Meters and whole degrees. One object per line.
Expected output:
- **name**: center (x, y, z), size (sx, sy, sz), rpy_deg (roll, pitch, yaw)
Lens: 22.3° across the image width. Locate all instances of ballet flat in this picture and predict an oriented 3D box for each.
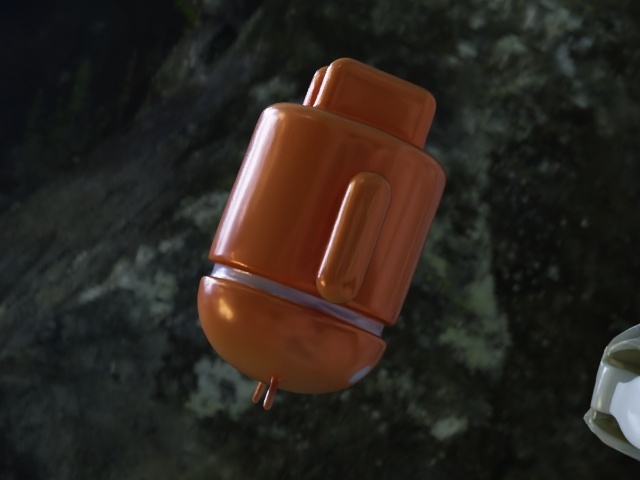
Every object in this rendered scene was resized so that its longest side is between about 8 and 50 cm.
- **ballet flat**: center (0.187, 0.079, 0.793), size (0.096, 0.280, 0.095), rpy_deg (16, -91, 1)

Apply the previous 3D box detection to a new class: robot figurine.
- **robot figurine**: center (0.000, 0.000, 1.012), size (0.158, 0.128, 0.219), rpy_deg (15, -97, 40)
